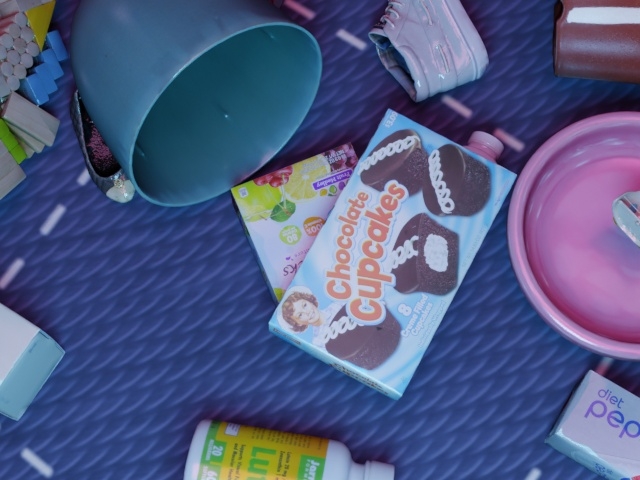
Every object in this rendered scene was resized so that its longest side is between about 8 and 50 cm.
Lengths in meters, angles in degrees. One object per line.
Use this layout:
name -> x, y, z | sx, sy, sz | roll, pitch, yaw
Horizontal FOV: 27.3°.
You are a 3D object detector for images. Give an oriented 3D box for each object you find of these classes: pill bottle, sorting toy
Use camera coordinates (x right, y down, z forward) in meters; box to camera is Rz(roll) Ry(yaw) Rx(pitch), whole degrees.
pill bottle -> 0.197, -0.085, 1.748 | 0.065, 0.065, 0.116 | 27, 76, 8
pill bottle -> -0.038, 0.302, 1.596 | 0.245, 0.136, 0.136 | 9, 74, 2
sorting toy -> 0.418, -0.033, 1.661 | 0.075, 0.045, 0.083 | -37, 76, -18

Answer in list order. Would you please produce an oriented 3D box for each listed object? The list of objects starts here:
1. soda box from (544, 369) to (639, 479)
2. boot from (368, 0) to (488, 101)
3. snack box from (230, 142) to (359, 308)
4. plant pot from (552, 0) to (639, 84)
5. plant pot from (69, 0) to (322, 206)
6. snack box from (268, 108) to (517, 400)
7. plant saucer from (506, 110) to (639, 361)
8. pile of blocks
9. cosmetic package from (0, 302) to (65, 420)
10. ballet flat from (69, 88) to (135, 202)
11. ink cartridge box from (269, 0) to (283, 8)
soda box -> 0.428, 0.278, 1.627 | 0.286, 0.091, 0.098 | 31, 76, 9
boot -> 0.117, -0.316, 1.799 | 0.123, 0.095, 0.258 | -26, 76, -14
snack box -> 0.000, 0.000, 1.720 | 0.174, 0.070, 0.207 | -22, 77, -8
plant pot -> 0.441, -0.315, 1.730 | 0.265, 0.272, 0.272 | 2, 73, 9
plant pot -> -0.182, -0.229, 1.688 | 0.293, 0.293, 0.235 | -37, 63, -10
snack box -> 0.091, 0.016, 1.651 | 0.187, 0.060, 0.322 | 28, 76, 4
plant saucer -> 0.404, -0.001, 1.714 | 0.332, 0.084, 0.332 | 0, 73, -1
pile of blocks -> -0.435, -0.198, 1.776 | 0.112, 0.149, 0.362 | -9, 56, 42
cosmetic package -> -0.489, 0.090, 1.648 | 0.309, 0.160, 0.113 | 32, 77, 10
ballet flat -> -0.297, -0.126, 1.768 | 0.057, 0.049, 0.173 | -26, 75, -7
ink cartridge box -> -0.110, -0.395, 1.840 | 0.150, 0.063, 0.109 | 23, 75, 6
